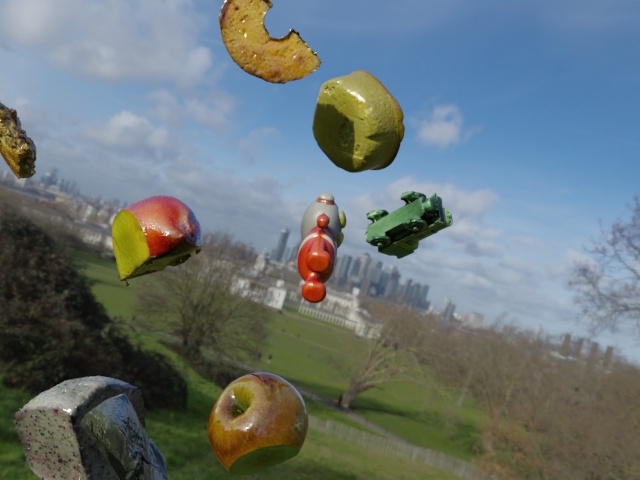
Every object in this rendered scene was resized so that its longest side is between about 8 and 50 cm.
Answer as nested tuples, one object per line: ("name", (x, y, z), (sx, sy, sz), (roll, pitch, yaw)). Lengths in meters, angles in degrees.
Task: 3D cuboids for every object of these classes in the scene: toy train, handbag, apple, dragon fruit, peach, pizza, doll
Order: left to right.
("pizza", (-0.879, -0.293, 1.602), (0.226, 0.086, 0.336), (31, -36, 28))
("dragon fruit", (-0.570, 0.446, 1.347), (0.221, 0.283, 0.204), (3, 20, 21))
("handbag", (-0.325, 0.390, 0.985), (0.175, 0.088, 0.270), (17, -46, 56))
("peach", (-0.337, -0.021, 1.178), (0.158, 0.154, 0.267), (-21, -4, -36))
("apple", (-0.095, 0.303, 0.917), (0.146, 0.163, 0.147), (-20, -56, 18))
("doll", (0.000, 0.000, 0.913), (0.076, 0.142, 0.245), (10, 28, 1))
("toy train", (0.187, -0.033, 1.176), (0.132, 0.083, 0.200), (18, -27, -33))

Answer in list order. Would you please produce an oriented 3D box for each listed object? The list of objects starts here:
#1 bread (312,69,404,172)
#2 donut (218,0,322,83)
("bread", (0.095, -0.308, 1.480), (0.148, 0.270, 0.269), (-22, 20, -33))
("donut", (-0.139, -0.446, 1.258), (0.259, 0.152, 0.101), (48, -4, -15))
